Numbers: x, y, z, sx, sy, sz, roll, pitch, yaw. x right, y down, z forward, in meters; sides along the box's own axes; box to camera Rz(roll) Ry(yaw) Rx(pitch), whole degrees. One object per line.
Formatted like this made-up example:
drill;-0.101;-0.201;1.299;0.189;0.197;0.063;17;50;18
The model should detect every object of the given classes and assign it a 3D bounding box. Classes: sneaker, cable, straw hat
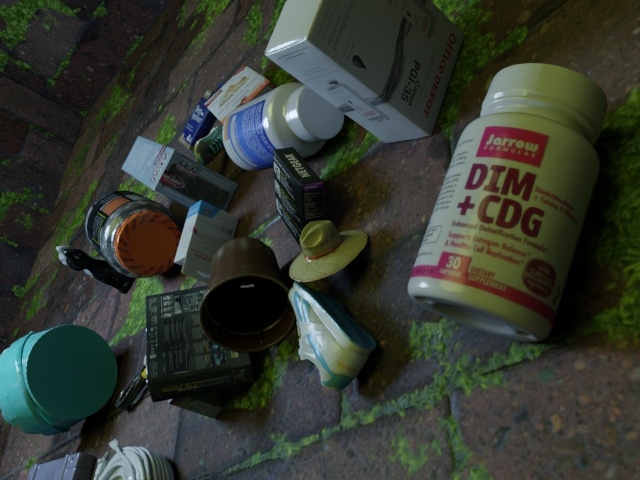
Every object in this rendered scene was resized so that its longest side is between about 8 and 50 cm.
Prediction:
sneaker;-0.272;-0.261;1.676;0.076;0.065;0.166;-17;33;35
sneaker;-0.004;0.137;0.982;0.092;0.087;0.228;-61;28;10
cable;-0.374;0.529;1.222;0.257;0.089;0.257;-8;61;53
straw hat;0.000;0.000;1.041;0.145;0.061;0.144;-22;25;11
cable;-0.405;0.290;1.466;0.287;0.072;0.139;-35;35;38

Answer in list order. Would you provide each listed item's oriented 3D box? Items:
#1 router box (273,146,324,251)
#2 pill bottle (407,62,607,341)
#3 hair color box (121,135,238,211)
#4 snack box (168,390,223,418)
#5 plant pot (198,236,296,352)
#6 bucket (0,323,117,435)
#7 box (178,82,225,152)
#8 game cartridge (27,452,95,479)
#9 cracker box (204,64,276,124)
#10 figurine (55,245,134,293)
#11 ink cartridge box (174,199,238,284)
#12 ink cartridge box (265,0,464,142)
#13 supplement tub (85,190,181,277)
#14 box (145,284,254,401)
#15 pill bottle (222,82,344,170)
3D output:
router box;-0.042;-0.079;1.176;0.179;0.046;0.133;-126;29;-55
pill bottle;0.217;-0.043;0.722;0.160;0.160;0.283;4;70;57
hair color box;-0.378;-0.167;1.667;0.374;0.185;0.113;25;87;59
snack box;-0.242;0.262;1.219;0.037;0.100;0.141;-48;33;21
plant pot;-0.133;0.086;1.153;0.167;0.167;0.165;-50;25;19
bucket;-0.677;0.353;1.639;0.183;0.281;0.281;-26;46;39
box;-0.353;-0.383;1.944;0.225;0.037;0.136;-58;31;4
game cartridge;-0.692;0.673;1.609;0.355;0.068;0.230;-28;41;43
cracker box;-0.199;-0.356;1.633;0.156;0.067;0.232;-44;32;1
figurine;-0.686;0.070;1.914;0.215;0.209;0.092;8;73;58
ink cartridge box;-0.259;0.015;1.431;0.062;0.104;0.181;-22;49;48
ink cartridge box;0.081;-0.315;1.016;0.117;0.283;0.207;2;69;52
supplement tub;-0.500;-0.018;1.712;0.338;0.207;0.207;21;84;59
box;-0.231;0.182;1.198;0.232;0.184;0.059;-111;14;-50
pill bottle;-0.076;-0.235;1.311;0.272;0.152;0.152;-5;62;54
